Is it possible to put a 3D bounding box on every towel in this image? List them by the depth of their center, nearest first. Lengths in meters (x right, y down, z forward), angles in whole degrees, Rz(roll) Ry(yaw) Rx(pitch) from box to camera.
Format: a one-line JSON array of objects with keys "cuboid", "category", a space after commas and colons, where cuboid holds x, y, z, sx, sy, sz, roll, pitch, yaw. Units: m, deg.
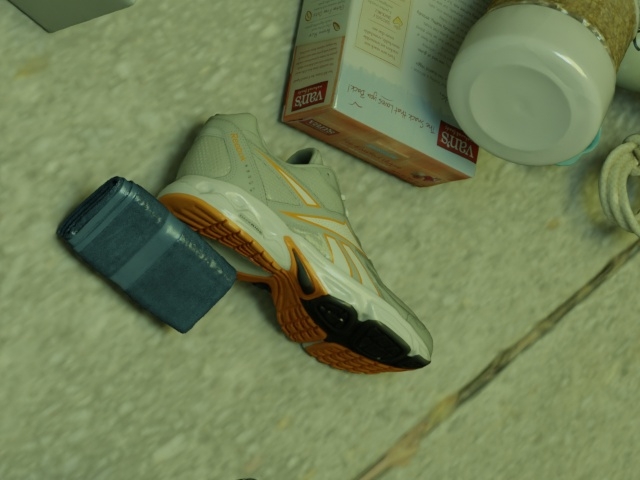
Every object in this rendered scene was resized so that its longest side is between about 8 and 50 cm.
[{"cuboid": [-0.119, 0.009, 1.394, 0.119, 0.067, 0.029, 42, 14, -25], "category": "towel"}]

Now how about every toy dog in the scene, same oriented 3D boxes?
[{"cuboid": [0.385, -0.128, 1.759, 0.334, 0.161, 0.220, -12, 94, -50], "category": "toy dog"}]

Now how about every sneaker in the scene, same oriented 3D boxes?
[{"cuboid": [0.000, 0.000, 1.477, 0.262, 0.099, 0.121, 40, 55, -31], "category": "sneaker"}]

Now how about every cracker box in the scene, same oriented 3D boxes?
[{"cuboid": [0.064, -0.176, 1.573, 0.156, 0.067, 0.232, 24, 67, -37], "category": "cracker box"}]

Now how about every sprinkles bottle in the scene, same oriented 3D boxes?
[{"cuboid": [0.209, -0.209, 1.594, 0.121, 0.121, 0.355, 52, 41, -22], "category": "sprinkles bottle"}]

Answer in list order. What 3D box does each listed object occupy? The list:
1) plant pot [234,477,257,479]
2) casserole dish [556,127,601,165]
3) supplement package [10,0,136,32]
[{"cuboid": [-0.130, 0.272, 1.273, 0.187, 0.167, 0.188, -22, 97, -40], "category": "plant pot"}, {"cuboid": [0.188, -0.155, 1.698, 0.114, 0.037, 0.188, 1, 83, -41], "category": "casserole dish"}, {"cuboid": [-0.197, -0.239, 1.333, 0.179, 0.105, 0.105, 39, 60, -30], "category": "supplement package"}]
